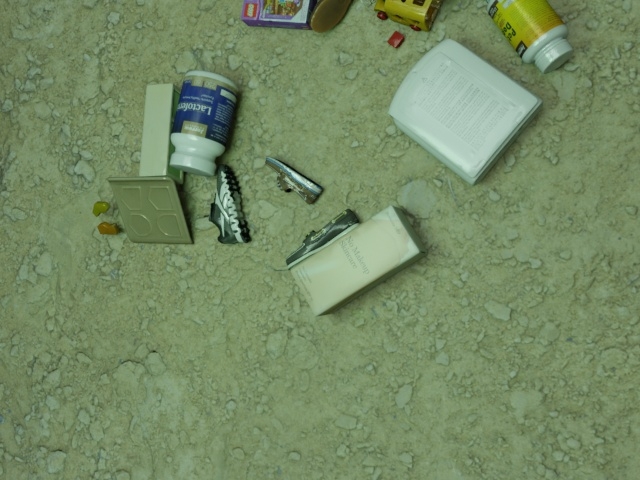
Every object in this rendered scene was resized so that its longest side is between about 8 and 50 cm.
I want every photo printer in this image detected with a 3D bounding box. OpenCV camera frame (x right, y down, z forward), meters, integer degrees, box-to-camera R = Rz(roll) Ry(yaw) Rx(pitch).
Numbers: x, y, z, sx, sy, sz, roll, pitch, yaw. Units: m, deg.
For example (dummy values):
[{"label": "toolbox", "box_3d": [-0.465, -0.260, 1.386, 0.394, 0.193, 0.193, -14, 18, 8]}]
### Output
[{"label": "photo printer", "box_3d": [0.336, -0.322, 1.463, 0.307, 0.107, 0.256, 41, 101, 17]}]

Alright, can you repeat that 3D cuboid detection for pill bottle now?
[{"label": "pill bottle", "box_3d": [0.495, -0.501, 1.409, 0.117, 0.117, 0.215, -35, 77, 15]}, {"label": "pill bottle", "box_3d": [-0.327, -0.319, 1.661, 0.153, 0.153, 0.265, 10, 85, 20]}]

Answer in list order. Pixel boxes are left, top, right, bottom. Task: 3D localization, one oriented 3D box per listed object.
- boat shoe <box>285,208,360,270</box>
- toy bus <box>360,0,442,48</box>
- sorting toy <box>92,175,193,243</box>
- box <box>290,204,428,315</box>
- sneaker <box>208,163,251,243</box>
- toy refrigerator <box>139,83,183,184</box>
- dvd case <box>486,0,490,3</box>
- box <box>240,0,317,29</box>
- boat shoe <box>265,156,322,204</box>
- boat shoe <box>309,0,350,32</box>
[{"label": "boat shoe", "box_3d": [0.000, 0.000, 1.585, 0.227, 0.081, 0.069, -31, 75, 8]}, {"label": "toy bus", "box_3d": [0.205, -0.612, 1.523, 0.202, 0.104, 0.191, -22, 80, 17]}, {"label": "sorting toy", "box_3d": [-0.528, -0.089, 1.740, 0.307, 0.041, 0.229, 1, 124, 19]}, {"label": "box", "box_3d": [0.099, 0.053, 1.523, 0.311, 0.121, 0.148, -35, 76, 15]}, {"label": "sneaker", "box_3d": [-0.273, -0.095, 1.684, 0.106, 0.078, 0.234, -15, 85, 16]}, {"label": "toy refrigerator", "box_3d": [-0.442, -0.301, 1.720, 0.094, 0.102, 0.269, -1, 79, 15]}, {"label": "dvd case", "box_3d": [0.434, -0.643, 1.492, 0.087, 0.013, 0.119, -34, 78, 15]}, {"label": "box", "box_3d": [-0.098, -0.740, 1.661, 0.201, 0.057, 0.293, 11, 91, 19]}, {"label": "boat shoe", "box_3d": [-0.085, -0.162, 1.626, 0.183, 0.066, 0.066, 35, 100, 17]}, {"label": "boat shoe", "box_3d": [0.042, -0.648, 1.607, 0.207, 0.073, 0.073, -47, 37, 8]}]
